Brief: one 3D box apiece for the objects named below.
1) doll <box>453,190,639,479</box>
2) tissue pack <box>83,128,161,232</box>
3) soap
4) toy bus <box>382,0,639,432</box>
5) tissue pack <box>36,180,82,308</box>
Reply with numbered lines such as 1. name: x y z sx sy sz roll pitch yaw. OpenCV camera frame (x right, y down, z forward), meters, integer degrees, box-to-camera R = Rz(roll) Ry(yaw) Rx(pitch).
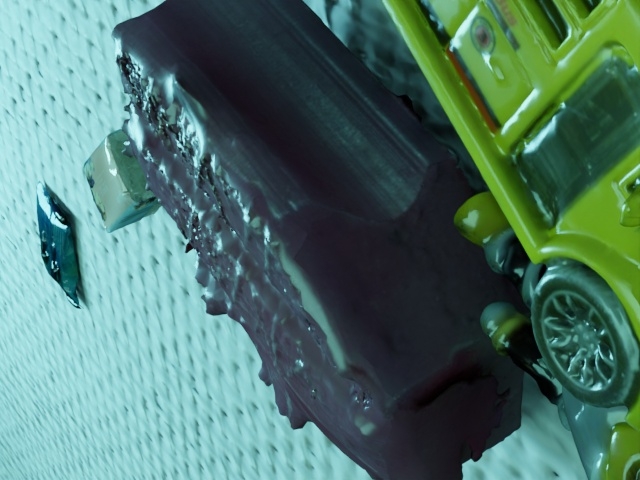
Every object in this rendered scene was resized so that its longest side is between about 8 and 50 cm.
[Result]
1. doll: 0.173 0.083 0.620 0.103 0.145 0.316 29 -153 -57
2. tissue pack: -0.166 -0.057 1.180 0.074 0.058 0.094 66 153 6
3. soap: 0.000 0.000 0.810 0.325 0.127 0.220 52 161 31
4. toy bus: 0.119 -0.097 0.528 0.330 0.144 0.152 62 152 15
5. tissue pack: -0.301 0.009 1.521 0.085 0.028 0.138 42 141 41
